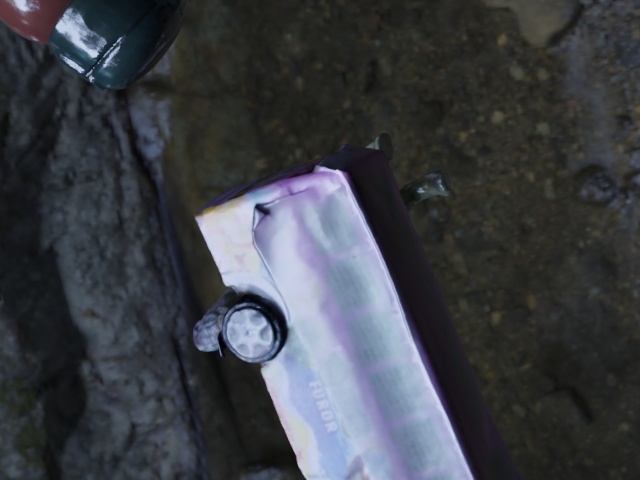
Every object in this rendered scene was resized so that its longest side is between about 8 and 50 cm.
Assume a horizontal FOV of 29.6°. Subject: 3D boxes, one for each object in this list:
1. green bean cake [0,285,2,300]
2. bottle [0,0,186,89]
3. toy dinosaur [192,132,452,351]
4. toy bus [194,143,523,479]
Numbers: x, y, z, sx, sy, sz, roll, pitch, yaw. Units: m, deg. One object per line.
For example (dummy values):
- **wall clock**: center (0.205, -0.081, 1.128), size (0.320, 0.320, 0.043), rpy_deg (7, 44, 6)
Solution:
- **green bean cake**: center (-0.459, 0.043, 1.266), size (0.229, 0.131, 0.224), rpy_deg (-44, 71, 32)
- **bottle**: center (-0.263, -0.270, 1.035), size (0.336, 0.144, 0.144), rpy_deg (41, 136, -5)
- **toy dinosaur**: center (-0.004, -0.006, 0.904), size (0.162, 0.294, 0.077), rpy_deg (-30, 91, 24)
- **toy bus**: center (0.028, 0.086, 0.709), size (0.112, 0.090, 0.274), rpy_deg (-20, 98, 25)
